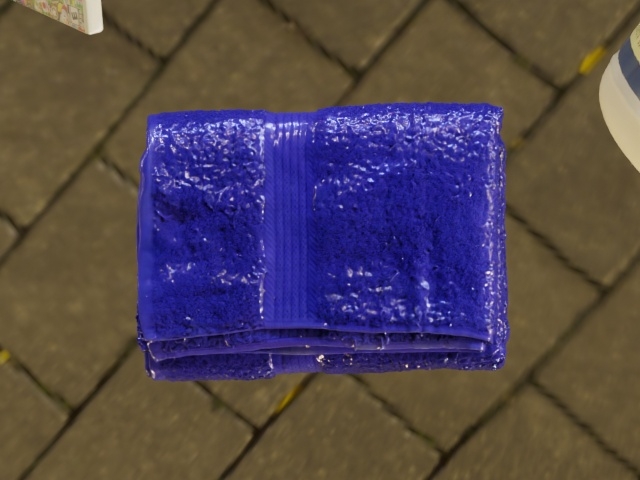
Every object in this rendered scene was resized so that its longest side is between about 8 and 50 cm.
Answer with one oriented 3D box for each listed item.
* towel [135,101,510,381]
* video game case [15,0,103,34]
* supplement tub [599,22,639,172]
[{"bbox_3d":[0.000,0.000,1.534,0.308,0.076,0.228,-2,87,6],"label":"towel"},{"bbox_3d":[-0.158,-0.170,1.041,0.122,0.011,0.087,28,127,49],"label":"video game case"},{"bbox_3d":[0.355,-0.149,1.172,0.235,0.235,0.325,36,114,2],"label":"supplement tub"}]
